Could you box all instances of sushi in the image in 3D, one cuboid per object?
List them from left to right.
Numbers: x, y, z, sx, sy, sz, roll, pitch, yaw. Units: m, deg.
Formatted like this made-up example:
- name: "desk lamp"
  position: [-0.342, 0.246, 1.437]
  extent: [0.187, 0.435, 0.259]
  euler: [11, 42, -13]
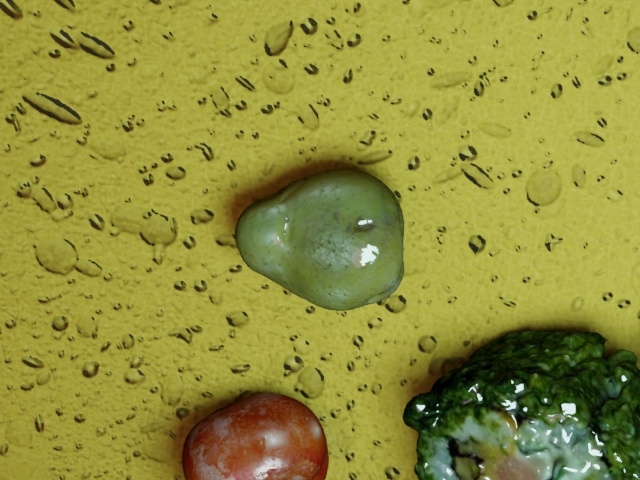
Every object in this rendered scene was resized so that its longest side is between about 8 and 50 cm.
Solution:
- name: "sushi"
  position: [0.275, 0.280, 1.851]
  extent: [0.294, 0.178, 0.352]
  euler: [-13, 103, 37]

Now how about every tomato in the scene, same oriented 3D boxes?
- name: "tomato"
  position: [-0.074, 0.263, 1.963]
  extent: [0.187, 0.151, 0.187]
  euler: [-19, 133, -21]

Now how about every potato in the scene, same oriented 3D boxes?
- name: "potato"
  position: [0.000, 0.000, 1.860]
  extent: [0.194, 0.157, 0.157]
  euler: [2, 109, 10]
